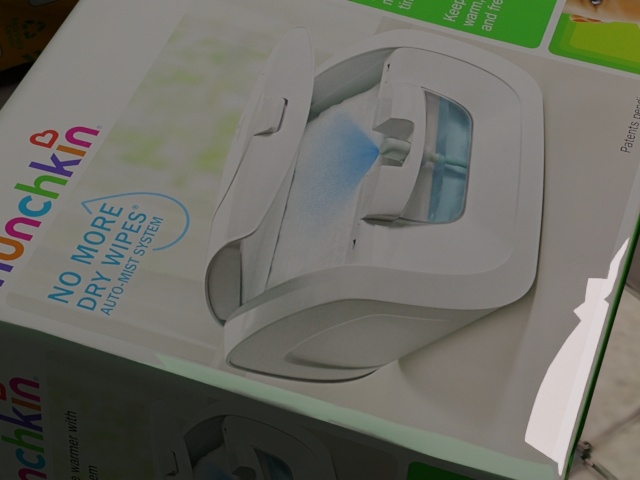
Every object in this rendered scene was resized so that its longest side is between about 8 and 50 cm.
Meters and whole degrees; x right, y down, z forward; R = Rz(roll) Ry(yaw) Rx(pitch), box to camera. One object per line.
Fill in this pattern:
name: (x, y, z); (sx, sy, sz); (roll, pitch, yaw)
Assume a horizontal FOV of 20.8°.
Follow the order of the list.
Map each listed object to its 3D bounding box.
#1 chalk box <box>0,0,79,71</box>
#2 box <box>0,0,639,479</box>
chalk box: (-0.223, -0.223, 0.805); (0.179, 0.180, 0.289); (-20, 55, -14)
box: (0.000, 0.000, 0.660); (0.231, 0.127, 0.262); (17, 47, 10)
